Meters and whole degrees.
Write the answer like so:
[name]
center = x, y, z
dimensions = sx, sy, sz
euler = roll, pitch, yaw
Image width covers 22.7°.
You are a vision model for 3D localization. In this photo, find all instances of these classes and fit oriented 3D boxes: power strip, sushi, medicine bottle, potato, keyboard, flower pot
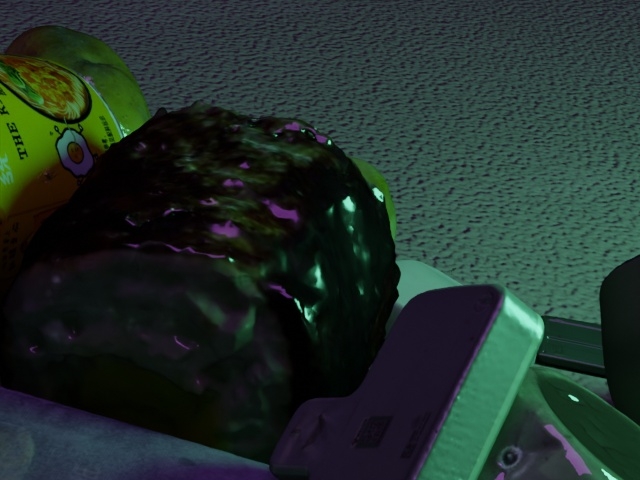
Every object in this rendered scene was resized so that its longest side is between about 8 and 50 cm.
[power strip]
center = 0.041, 0.153, 1.147
dimensions = 0.194, 0.059, 0.265
euler = -8, 47, 55
[sushi]
center = -0.090, 0.058, 1.381
dimensions = 0.299, 0.281, 0.294
euler = 20, 31, 7
[medicine bottle]
center = 0.131, 0.087, 1.632
dimensions = 0.183, 0.069, 0.119
euler = 30, 25, 36
[potato]
center = -0.296, -0.164, 1.911
dimensions = 0.169, 0.143, 0.248
euler = -7, 40, -36
[keyboard]
center = 0.312, 0.114, 1.686
dimensions = 0.381, 0.041, 0.103
euler = 17, 27, 2
[flower pot]
center = 0.165, 0.222, 1.199
dimensions = 0.246, 0.195, 0.246
euler = 34, 17, -12

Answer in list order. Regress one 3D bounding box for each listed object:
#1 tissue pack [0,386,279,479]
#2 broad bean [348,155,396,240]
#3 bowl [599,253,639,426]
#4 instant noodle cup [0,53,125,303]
[tissue pack]
center = -0.232, 0.235, 1.172
dimensions = 0.394, 0.124, 0.288
euler = 14, 27, 9
[broad bean]
center = 0.000, 0.000, 1.667
dimensions = 0.121, 0.189, 0.263
euler = 39, 8, -36
[bowl]
center = 0.413, 0.146, 1.411
dimensions = 0.354, 0.354, 0.185
euler = 10, 71, 1
[instant noodle cup]
center = -0.349, -0.043, 1.502
dimensions = 0.325, 0.325, 0.254
euler = 25, 21, 28
